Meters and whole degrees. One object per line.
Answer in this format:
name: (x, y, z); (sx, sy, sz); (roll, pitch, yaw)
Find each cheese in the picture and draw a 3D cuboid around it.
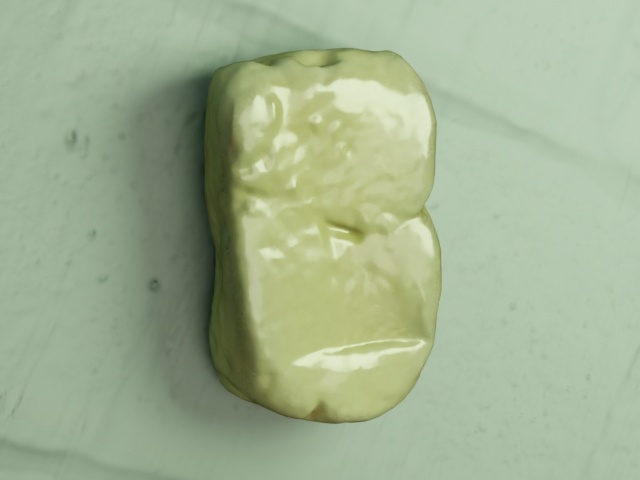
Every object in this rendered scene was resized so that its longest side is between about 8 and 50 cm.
cheese: (-0.001, 0.000, 1.268); (0.159, 0.093, 0.263); (-7, 105, -19)
